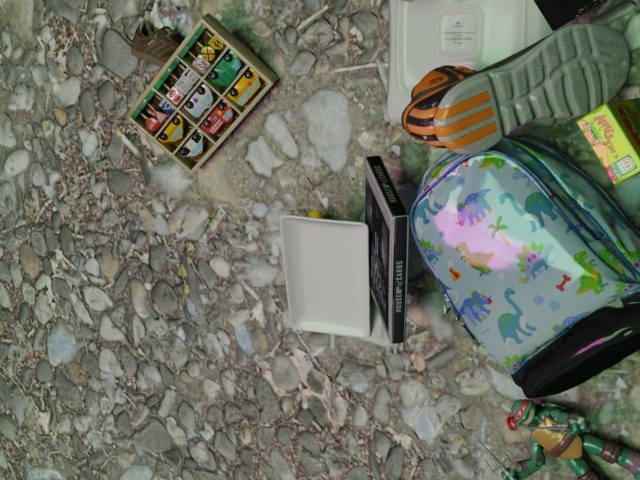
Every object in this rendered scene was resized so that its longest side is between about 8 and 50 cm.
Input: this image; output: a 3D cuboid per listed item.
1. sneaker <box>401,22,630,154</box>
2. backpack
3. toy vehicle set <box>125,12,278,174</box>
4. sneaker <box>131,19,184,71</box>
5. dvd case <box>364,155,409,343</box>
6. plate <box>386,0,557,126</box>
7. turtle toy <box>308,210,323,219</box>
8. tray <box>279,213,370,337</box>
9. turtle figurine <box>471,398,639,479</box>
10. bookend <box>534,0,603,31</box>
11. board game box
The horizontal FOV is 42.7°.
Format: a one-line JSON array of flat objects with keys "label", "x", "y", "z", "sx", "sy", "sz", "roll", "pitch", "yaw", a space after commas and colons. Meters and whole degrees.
[{"label": "sneaker", "x": 0.250, "y": -0.217, "z": 1.116, "sx": 0.180, "sy": 0.321, "sz": 0.124, "roll": 30, "pitch": 136, "yaw": 63}, {"label": "backpack", "x": 0.290, "y": 0.013, "z": 1.143, "sx": 0.290, "sy": 0.274, "sz": 0.355, "roll": -42, "pitch": 59, "yaw": 38}, {"label": "toy vehicle set", "x": -0.220, "y": -0.260, "z": 1.490, "sx": 0.166, "sy": 0.035, "sz": 0.267, "roll": 41, "pitch": 124, "yaw": -11}, {"label": "sneaker", "x": -0.284, "y": -0.362, "z": 1.535, "sx": 0.189, "sy": 0.066, "sz": 0.071, "roll": 22, "pitch": 111, "yaw": 28}, {"label": "dvd case", "x": 0.100, "y": 0.014, "z": 1.271, "sx": 0.179, "sy": 0.030, "sz": 0.238, "roll": -108, "pitch": 13, "yaw": -55}, {"label": "plate", "x": 0.213, "y": -0.310, "z": 1.224, "sx": 0.277, "sy": 0.045, "sz": 0.277, "roll": 7, "pitch": 105, "yaw": 33}, {"label": "turtle toy", "x": 0.000, "y": 0.000, "z": 1.422, "sx": 0.130, "sy": 0.066, "sz": 0.095, "roll": -18, "pitch": 67, "yaw": 33}, {"label": "tray", "x": 0.013, "y": 0.059, "z": 1.375, "sx": 0.145, "sy": 0.030, "sz": 0.270, "roll": 7, "pitch": 133, "yaw": 11}, {"label": "turtle figurine", "x": 0.359, "y": 0.302, "z": 1.219, "sx": 0.234, "sy": 0.118, "sz": 0.175, "roll": 31, "pitch": 132, "yaw": 8}, {"label": "bookend", "x": 0.328, "y": -0.384, "z": 1.056, "sx": 0.156, "sy": 0.072, "sz": 0.157, "roll": -30, "pitch": 115, "yaw": 27}, {"label": "board game box", "x": 0.397, "y": -0.131, "z": 1.054, "sx": 0.043, "sy": 0.181, "sz": 0.092, "roll": -33, "pitch": 81, "yaw": 34}]
